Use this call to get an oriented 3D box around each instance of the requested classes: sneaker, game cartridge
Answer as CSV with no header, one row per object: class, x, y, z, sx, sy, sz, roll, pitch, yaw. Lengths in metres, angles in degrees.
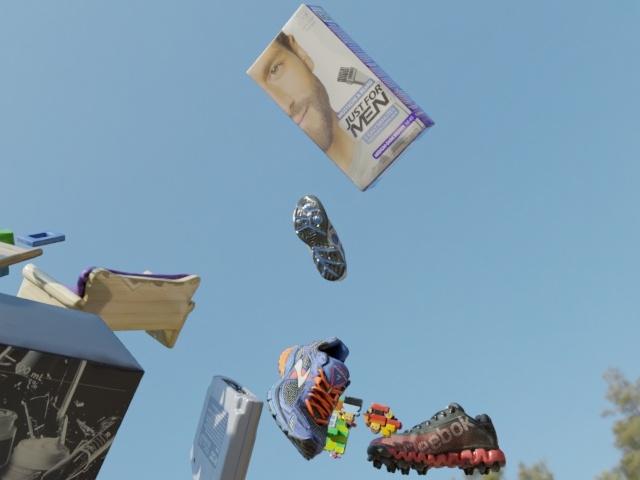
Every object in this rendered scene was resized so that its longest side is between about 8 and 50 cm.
sneaker,0.218,0.379,1.536,0.276,0.135,0.097,3,-21,-13
sneaker,0.000,0.000,1.749,0.080,0.211,0.081,-22,-19,9
game cartridge,-0.177,0.360,1.455,0.060,0.294,0.196,20,-96,-16
sneaker,-0.008,0.179,0.981,0.087,0.221,0.083,-32,-70,14

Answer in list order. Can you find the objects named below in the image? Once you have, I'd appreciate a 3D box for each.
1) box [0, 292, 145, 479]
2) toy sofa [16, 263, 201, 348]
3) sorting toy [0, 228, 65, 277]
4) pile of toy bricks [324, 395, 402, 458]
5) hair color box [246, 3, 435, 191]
box,-0.453,0.229,0.989,0.343,0.179,0.312,20,-83,-40
toy sofa,-0.413,0.111,1.595,0.362,0.150,0.177,9,-73,-63
sorting toy,-0.583,0.041,1.302,0.348,0.196,0.047,-24,-63,-56
pile of toy bricks,0.030,0.335,1.432,0.212,0.105,0.118,9,-19,18
hair color box,0.040,-0.283,1.590,0.185,0.339,0.110,-46,-6,22
